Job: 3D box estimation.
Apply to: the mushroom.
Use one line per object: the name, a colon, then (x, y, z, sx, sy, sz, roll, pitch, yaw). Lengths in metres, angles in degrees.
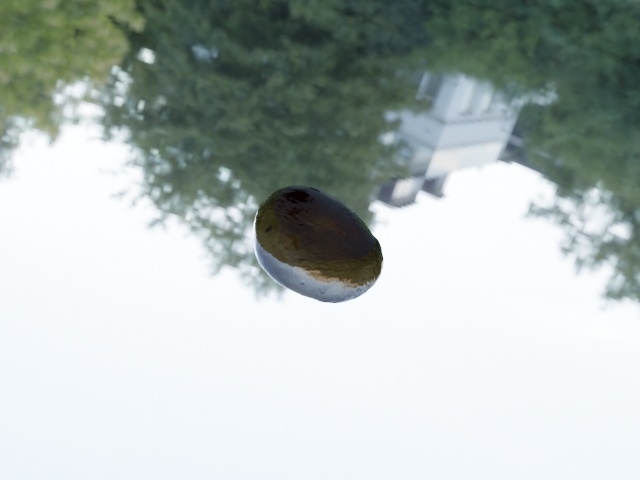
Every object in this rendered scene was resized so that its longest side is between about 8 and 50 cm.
mushroom: (0.000, 0.000, 1.001, 0.123, 0.052, 0.123, 16, -133, -17)
